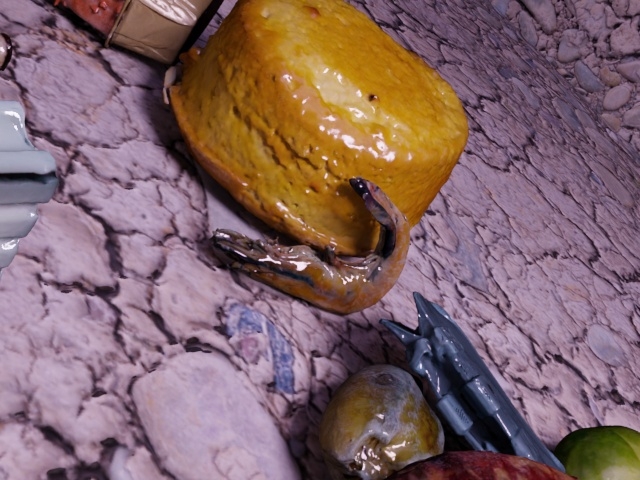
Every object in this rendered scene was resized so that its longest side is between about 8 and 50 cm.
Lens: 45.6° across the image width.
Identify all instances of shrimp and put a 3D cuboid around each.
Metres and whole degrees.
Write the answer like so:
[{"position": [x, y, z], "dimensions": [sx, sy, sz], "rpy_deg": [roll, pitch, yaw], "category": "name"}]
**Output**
[{"position": [0.000, 0.000, 0.795], "dimensions": [0.219, 0.152, 0.046], "rpy_deg": [17, 23, -24], "category": "shrimp"}]

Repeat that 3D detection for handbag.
[{"position": [0.152, 0.160, 0.754], "dimensions": [0.229, 0.062, 0.179], "rpy_deg": [55, 6, 17], "category": "handbag"}]

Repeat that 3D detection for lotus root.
[{"position": [0.060, 0.169, 0.696], "dimensions": [0.113, 0.088, 0.192], "rpy_deg": [49, 18, 1], "category": "lotus root"}]

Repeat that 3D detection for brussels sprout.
[{"position": [0.317, 0.271, 0.816], "dimensions": [0.155, 0.117, 0.155], "rpy_deg": [12, 58, -20], "category": "brussels sprout"}]

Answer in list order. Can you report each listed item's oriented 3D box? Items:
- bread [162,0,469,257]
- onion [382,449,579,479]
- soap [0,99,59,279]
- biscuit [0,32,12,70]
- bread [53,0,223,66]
[{"position": [0.003, -0.160, 0.931], "dimensions": [0.358, 0.204, 0.337], "rpy_deg": [36, 32, -1], "category": "bread"}, {"position": [0.113, 0.271, 0.530], "dimensions": [0.246, 0.190, 0.246], "rpy_deg": [5, 63, -11], "category": "onion"}, {"position": [-0.313, -0.020, 0.484], "dimensions": [0.261, 0.150, 0.094], "rpy_deg": [-9, 60, -52], "category": "soap"}, {"position": [-0.399, -0.191, 0.699], "dimensions": [0.061, 0.055, 0.219], "rpy_deg": [18, 11, 43], "category": "biscuit"}, {"position": [-0.234, -0.339, 0.977], "dimensions": [0.212, 0.142, 0.224], "rpy_deg": [34, 33, -15], "category": "bread"}]
